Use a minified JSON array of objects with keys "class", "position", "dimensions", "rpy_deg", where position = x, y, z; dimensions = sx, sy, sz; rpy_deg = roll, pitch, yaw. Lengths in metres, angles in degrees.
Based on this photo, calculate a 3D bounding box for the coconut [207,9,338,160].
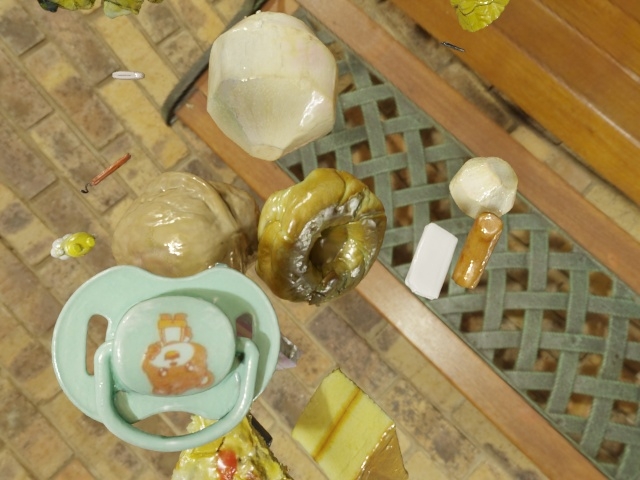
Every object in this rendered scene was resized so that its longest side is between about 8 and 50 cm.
[{"class":"coconut","position":[-0.120,-0.371,1.381],"dimensions":[0.352,0.352,0.353],"rpy_deg":[44,166,14]}]

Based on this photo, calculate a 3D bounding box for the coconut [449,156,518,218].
[{"class":"coconut","position":[0.644,-0.199,2.185],"dimensions":[0.259,0.259,0.259],"rpy_deg":[44,166,14]}]

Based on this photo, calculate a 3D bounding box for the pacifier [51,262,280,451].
[{"class":"pacifier","position":[-0.243,0.181,0.902],"dimensions":[0.269,0.343,0.288],"rpy_deg":[158,116,-73]}]

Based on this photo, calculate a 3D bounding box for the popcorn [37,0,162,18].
[{"class":"popcorn","position":[-0.481,-0.657,1.283],"dimensions":[0.237,0.293,0.293],"rpy_deg":[-92,-22,-48]}]

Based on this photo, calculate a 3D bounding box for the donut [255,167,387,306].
[{"class":"donut","position":[0.000,0.000,1.331],"dimensions":[0.170,0.360,0.360],"rpy_deg":[41,165,41]}]

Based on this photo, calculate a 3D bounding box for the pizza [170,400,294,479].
[{"class":"pizza","position":[-0.198,0.403,1.046],"dimensions":[0.075,0.279,0.288],"rpy_deg":[-172,69,-71]}]

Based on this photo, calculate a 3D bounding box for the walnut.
[{"class":"walnut","position":[-0.332,-0.003,1.396],"dimensions":[0.381,0.381,0.381],"rpy_deg":[44,166,14]}]

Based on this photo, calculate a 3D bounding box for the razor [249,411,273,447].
[{"class":"razor","position":[-0.205,0.538,1.541],"dimensions":[0.148,0.090,0.054],"rpy_deg":[38,139,24]}]

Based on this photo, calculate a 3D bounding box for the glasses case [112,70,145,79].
[{"class":"glasses case","position":[-0.459,-0.395,1.315],"dimensions":[0.083,0.032,0.021],"rpy_deg":[7,108,21]}]

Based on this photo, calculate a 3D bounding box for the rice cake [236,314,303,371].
[{"class":"rice cake","position":[-0.158,0.179,1.152],"dimensions":[0.106,0.050,0.298],"rpy_deg":[-14,130,42]}]

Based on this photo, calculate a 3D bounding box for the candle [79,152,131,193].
[{"class":"candle","position":[-0.583,-0.180,1.493],"dimensions":[0.026,0.167,0.021],"rpy_deg":[6,136,52]}]

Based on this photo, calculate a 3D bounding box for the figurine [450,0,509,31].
[{"class":"figurine","position":[0.327,-0.689,1.333],"dimensions":[0.315,0.187,0.168],"rpy_deg":[32,-168,-37]}]

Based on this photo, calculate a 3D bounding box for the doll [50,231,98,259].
[{"class":"doll","position":[-0.640,0.014,1.426],"dimensions":[0.162,0.106,0.062],"rpy_deg":[-4,111,49]}]

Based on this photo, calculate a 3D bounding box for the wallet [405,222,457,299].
[{"class":"wallet","position":[0.270,0.051,1.335],"dimensions":[0.095,0.190,0.033],"rpy_deg":[31,156,-8]}]

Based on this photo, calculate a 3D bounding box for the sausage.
[{"class":"sausage","position":[0.529,0.032,1.848],"dimensions":[0.108,0.271,0.109],"rpy_deg":[16,-161,-6]}]

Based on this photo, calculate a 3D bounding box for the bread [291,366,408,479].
[{"class":"bread","position":[0.135,0.514,1.478],"dimensions":[0.233,0.245,0.361],"rpy_deg":[36,-173,38]}]

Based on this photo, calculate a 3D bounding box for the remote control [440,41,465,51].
[{"class":"remote control","position":[0.472,-0.690,1.957],"dimensions":[0.096,0.014,0.039],"rpy_deg":[10,-162,-25]}]
